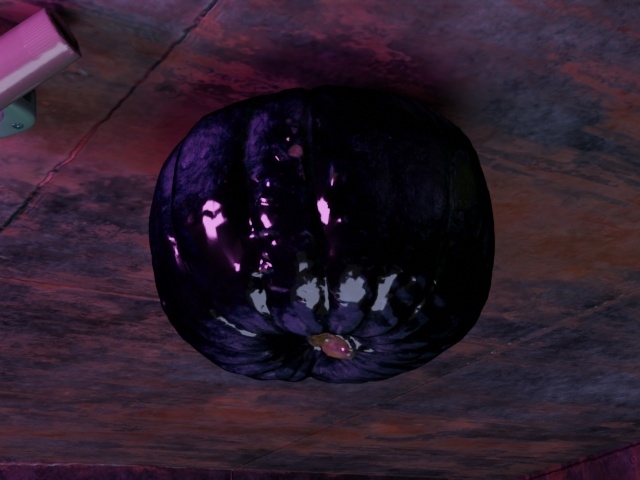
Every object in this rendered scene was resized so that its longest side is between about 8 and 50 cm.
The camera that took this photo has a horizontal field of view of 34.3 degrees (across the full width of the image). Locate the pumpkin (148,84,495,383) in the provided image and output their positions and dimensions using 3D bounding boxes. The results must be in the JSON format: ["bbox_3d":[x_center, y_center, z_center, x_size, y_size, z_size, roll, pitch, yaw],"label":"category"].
[{"bbox_3d":[0.000,0.000,1.066,0.363,0.266,0.363,-1,156,0],"label":"pumpkin"}]

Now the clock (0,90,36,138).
[{"bbox_3d":[-0.332,-0.137,0.950,0.101,0.041,0.135,-12,154,14],"label":"clock"}]

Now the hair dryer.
[{"bbox_3d":[-0.334,-0.182,0.835,0.195,0.053,0.220,-31,128,3],"label":"hair dryer"}]
